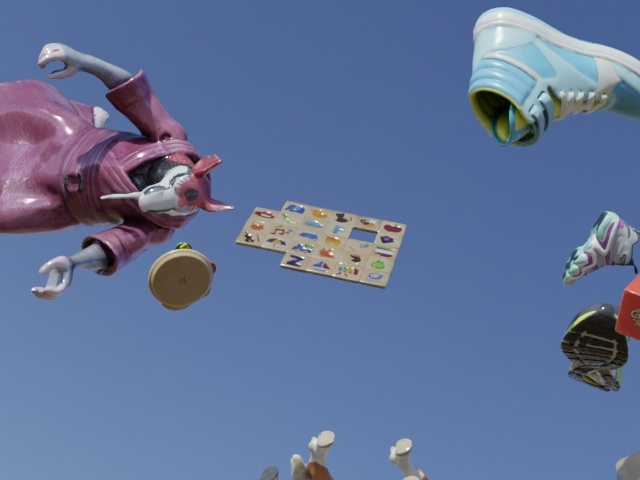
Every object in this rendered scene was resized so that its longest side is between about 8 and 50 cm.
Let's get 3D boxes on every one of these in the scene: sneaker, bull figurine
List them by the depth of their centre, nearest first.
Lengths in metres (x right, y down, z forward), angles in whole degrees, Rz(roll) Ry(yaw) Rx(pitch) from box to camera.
[{"bbox_3d":[0.317,0.023,1.302,0.069,0.038,0.098,30,-64,-4],"label":"sneaker"},{"bbox_3d":[0.081,0.306,1.303,0.310,0.101,0.188,-6,-56,30],"label":"bull figurine"},{"bbox_3d":[0.363,-0.205,1.800,0.319,0.208,0.127,20,-29,-4],"label":"sneaker"},{"bbox_3d":[0.457,0.151,1.934,0.111,0.121,0.300,13,-19,13],"label":"sneaker"}]

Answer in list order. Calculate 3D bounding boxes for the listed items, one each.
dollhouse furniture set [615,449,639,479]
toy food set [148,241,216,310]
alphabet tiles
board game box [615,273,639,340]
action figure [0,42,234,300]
[{"bbox_3d":[0.575,0.401,1.303,0.362,0.394,0.256,13,-34,-22],"label":"dollhouse furniture set"},{"bbox_3d":[-0.169,0.045,1.446,0.083,0.083,0.020,54,3,-31],"label":"toy food set"},{"bbox_3d":[0.000,0.000,1.793,0.237,0.198,0.009,11,-60,8],"label":"alphabet tiles"},{"bbox_3d":[0.535,0.057,1.414,0.242,0.316,0.064,23,-52,30],"label":"board game box"},{"bbox_3d":[-0.228,-0.052,1.240,0.370,0.248,0.276,10,-6,32],"label":"action figure"}]
